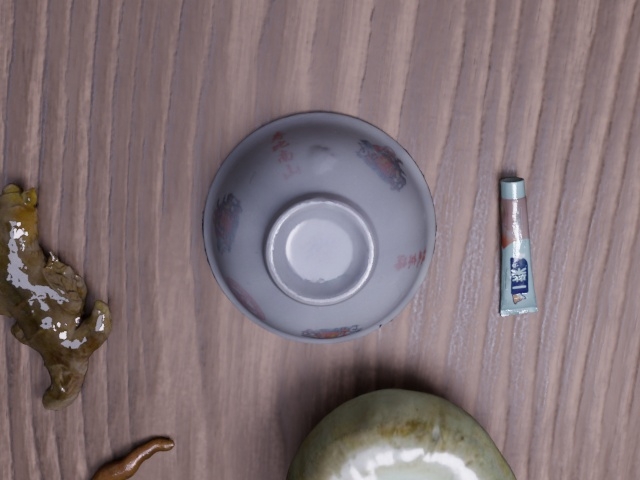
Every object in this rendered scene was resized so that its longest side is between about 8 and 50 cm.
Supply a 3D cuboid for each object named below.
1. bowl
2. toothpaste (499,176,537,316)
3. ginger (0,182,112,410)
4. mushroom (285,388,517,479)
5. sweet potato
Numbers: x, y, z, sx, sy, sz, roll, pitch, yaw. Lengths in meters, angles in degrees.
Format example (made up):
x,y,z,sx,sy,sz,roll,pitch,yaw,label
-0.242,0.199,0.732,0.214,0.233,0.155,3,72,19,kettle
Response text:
x,y,z,sx,sy,sz,roll,pitch,yaw,label
0.000,0.000,1.113,0.345,0.157,0.345,0,101,-1,bowl
0.284,0.012,1.180,0.056,0.036,0.205,-6,105,2,toothpaste
-0.399,0.084,1.164,0.166,0.080,0.333,-21,98,16,ginger
0.113,0.384,1.139,0.352,0.260,0.352,1,105,3,mushroom
-0.302,0.349,1.238,0.179,0.044,0.044,-36,100,7,sweet potato
